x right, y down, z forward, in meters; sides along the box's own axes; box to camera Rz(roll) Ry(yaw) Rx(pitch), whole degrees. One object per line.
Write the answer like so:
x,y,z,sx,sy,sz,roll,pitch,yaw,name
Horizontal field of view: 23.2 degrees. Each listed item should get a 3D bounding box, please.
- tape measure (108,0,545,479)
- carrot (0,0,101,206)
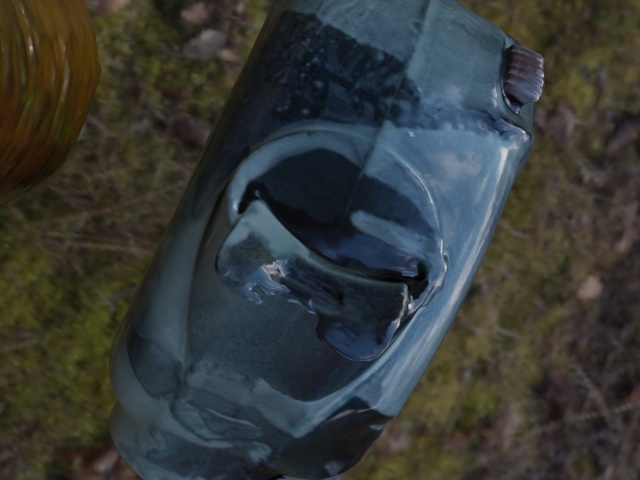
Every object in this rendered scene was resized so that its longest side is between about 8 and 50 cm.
0.000,0.000,0.768,0.256,0.147,0.275,-57,-172,50,tape measure
-0.144,-0.056,0.494,0.302,0.114,0.114,-57,160,-82,carrot
